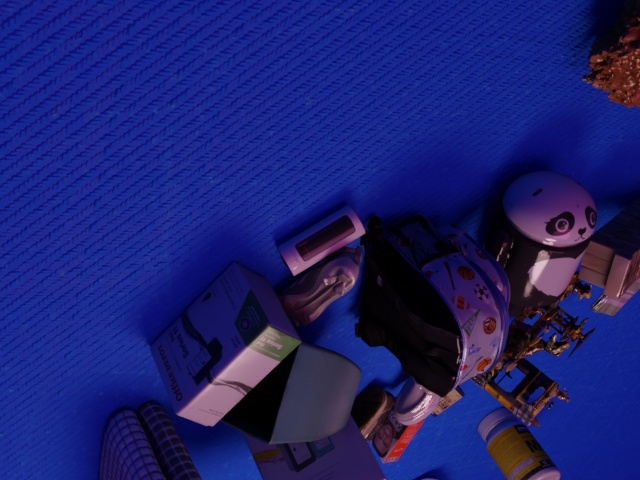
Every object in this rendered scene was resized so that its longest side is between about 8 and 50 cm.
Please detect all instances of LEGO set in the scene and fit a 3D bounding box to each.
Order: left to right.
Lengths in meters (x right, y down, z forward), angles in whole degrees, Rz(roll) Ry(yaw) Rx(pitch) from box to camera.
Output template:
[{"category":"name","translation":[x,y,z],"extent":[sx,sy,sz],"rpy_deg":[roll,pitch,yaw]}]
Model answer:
[{"category":"LEGO set","translation":[0.450,0.216,1.616],"extent":[0.331,0.192,0.255],"rpy_deg":[-39,154,-24]}]

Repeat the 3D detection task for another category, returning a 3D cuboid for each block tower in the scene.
[{"category":"block tower","translation":[0.620,-0.005,1.580],"extent":[0.335,0.097,0.091],"rpy_deg":[-29,133,-42]}]

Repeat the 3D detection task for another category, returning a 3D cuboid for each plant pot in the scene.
[{"category":"plant pot","translation":[-0.048,0.243,1.370],"extent":[0.234,0.165,0.166],"rpy_deg":[22,84,-51]}]

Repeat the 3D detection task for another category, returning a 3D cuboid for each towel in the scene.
[{"category":"towel","translation":[-0.282,0.452,1.394],"extent":[0.121,0.235,0.284],"rpy_deg":[-13,136,-32]},{"category":"towel","translation":[0.719,0.119,1.909],"extent":[0.113,0.023,0.152],"rpy_deg":[14,121,-41]}]

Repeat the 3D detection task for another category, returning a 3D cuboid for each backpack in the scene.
[{"category":"backpack","translation":[0.195,0.116,1.361],"extent":[0.213,0.263,0.277],"rpy_deg":[-18,137,-19]}]

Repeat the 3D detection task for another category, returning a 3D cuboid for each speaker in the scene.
[{"category":"speaker","translation":[0.000,0.000,1.276],"extent":[0.136,0.055,0.055],"rpy_deg":[-30,140,-4]}]

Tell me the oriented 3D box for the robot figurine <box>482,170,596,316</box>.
[{"category":"robot figurine","translation":[0.386,0.009,1.452],"extent":[0.173,0.209,0.278],"rpy_deg":[19,130,8]}]

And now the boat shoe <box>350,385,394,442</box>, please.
[{"category":"boat shoe","translation":[0.078,0.403,1.708],"extent":[0.073,0.080,0.223],"rpy_deg":[24,109,-41]}]

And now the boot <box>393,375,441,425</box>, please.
[{"category":"boot","translation":[0.214,0.258,1.656],"extent":[0.123,0.095,0.258],"rpy_deg":[34,95,-42]}]

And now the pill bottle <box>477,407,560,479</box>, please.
[{"category":"pill bottle","translation":[0.488,0.528,2.010],"extent":[0.119,0.208,0.119],"rpy_deg":[-19,138,-18]}]

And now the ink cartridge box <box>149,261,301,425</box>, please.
[{"category":"ink cartridge box","translation":[-0.152,0.162,1.256],"extent":[0.208,0.153,0.087],"rpy_deg":[-45,137,11]}]

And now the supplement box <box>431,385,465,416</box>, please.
[{"category":"supplement box","translation":[0.248,0.316,1.734],"extent":[0.083,0.083,0.056],"rpy_deg":[-37,139,5]}]

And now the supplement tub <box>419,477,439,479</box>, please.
[{"category":"supplement tub","translation":[0.291,0.723,2.120],"extent":[0.144,0.144,0.200],"rpy_deg":[-25,139,-12]}]

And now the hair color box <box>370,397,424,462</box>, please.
[{"category":"hair color box","translation":[0.167,0.420,1.792],"extent":[0.043,0.072,0.141],"rpy_deg":[1,128,-36]}]

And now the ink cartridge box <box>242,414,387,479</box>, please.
[{"category":"ink cartridge box","translation":[-0.004,0.420,1.520],"extent":[0.197,0.270,0.198],"rpy_deg":[-29,140,-5]}]

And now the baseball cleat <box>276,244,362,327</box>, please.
[{"category":"baseball cleat","translation":[-0.002,0.075,1.335],"extent":[0.206,0.109,0.072],"rpy_deg":[-31,108,37]}]

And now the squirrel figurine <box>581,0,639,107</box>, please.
[{"category":"squirrel figurine","translation":[0.570,-0.347,1.165],"extent":[0.370,0.281,0.397],"rpy_deg":[15,118,-35]}]
